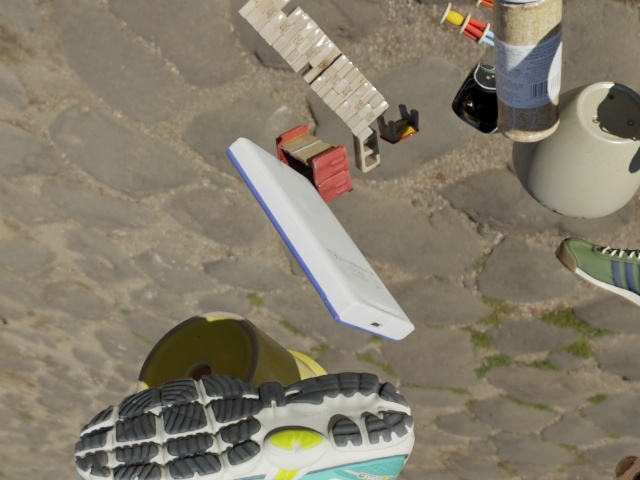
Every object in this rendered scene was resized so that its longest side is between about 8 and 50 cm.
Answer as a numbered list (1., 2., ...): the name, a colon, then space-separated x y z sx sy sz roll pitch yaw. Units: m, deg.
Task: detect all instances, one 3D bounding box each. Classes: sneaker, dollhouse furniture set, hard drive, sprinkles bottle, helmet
1. sneaker: -0.057 0.182 0.544 0.276 0.107 0.109 2 120 -10
2. dollhouse furniture set: 0.082 -0.269 1.915 0.201 0.374 0.152 39 149 44
3. sneaker: 0.395 0.031 0.815 0.192 0.064 0.086 34 127 21
4. hard drive: 0.000 0.000 0.975 0.040 0.318 0.210 -42 149 13
5. sprinkles bottle: 0.369 -0.342 1.187 0.121 0.121 0.355 3 141 20
6. helmet: 0.428 -0.350 1.656 0.162 0.169 0.169 30 147 -2

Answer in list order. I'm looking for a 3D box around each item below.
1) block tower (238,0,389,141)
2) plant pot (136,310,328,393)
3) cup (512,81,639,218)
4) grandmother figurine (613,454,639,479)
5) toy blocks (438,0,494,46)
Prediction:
1. block tower: -0.005 -0.347 1.285 0.097 0.091 0.335 -41 109 11
2. plant pot: -0.107 0.224 0.856 0.254 0.254 0.239 -1 140 25
3. cup: 0.666 -0.249 1.623 0.331 0.331 0.237 14 159 4
4. grandmother figurine: 0.370 0.203 0.648 0.104 0.208 0.342 37 153 25
5. toy blocks: 0.355 -0.502 1.475 0.148 0.054 0.123 25 132 -6
